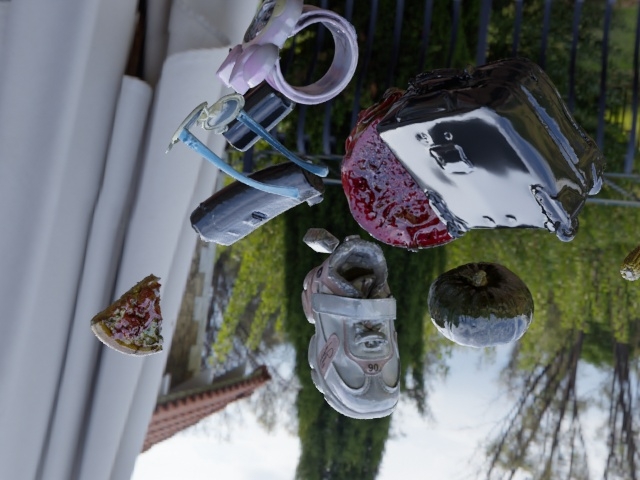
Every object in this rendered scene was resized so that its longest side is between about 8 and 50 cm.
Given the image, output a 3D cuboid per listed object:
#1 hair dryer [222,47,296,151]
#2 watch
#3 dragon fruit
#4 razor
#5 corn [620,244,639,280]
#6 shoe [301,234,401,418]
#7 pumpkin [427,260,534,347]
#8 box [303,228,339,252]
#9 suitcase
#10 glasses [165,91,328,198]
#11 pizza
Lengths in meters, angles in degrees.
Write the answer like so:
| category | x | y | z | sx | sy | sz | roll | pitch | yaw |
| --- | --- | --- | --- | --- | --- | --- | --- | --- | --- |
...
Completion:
| category | x | y | z | sx | sy | sz | roll | pitch | yaw |
| --- | --- | --- | --- | --- | --- | --- | --- | --- | --- |
| hair dryer | -0.185 | -0.406 | 1.864 | 0.189 | 0.352 | 0.107 | -37 | 139 | 20 |
| watch | -0.049 | -0.365 | 1.475 | 0.217 | 0.248 | 0.211 | 31 | -173 | -28 |
| dragon fruit | 0.223 | -0.179 | 1.718 | 0.386 | 0.371 | 0.249 | 6 | -156 | -12 |
| razor | -0.152 | -0.098 | 1.798 | 0.327 | 0.107 | 0.189 | -26 | 163 | 16 |
| corn | 0.513 | 0.033 | 1.178 | 0.092 | 0.037 | 0.037 | -30 | -157 | -37 |
| shoe | 0.066 | 0.163 | 1.418 | 0.172 | 0.351 | 0.198 | -7 | 148 | -23 |
| pumpkin | 0.341 | 0.133 | 1.558 | 0.223 | 0.157 | 0.224 | -4 | -152 | 2 |
| box | 0.000 | 0.000 | 1.899 | 0.062 | 0.045 | 0.098 | 38 | 166 | -21 |
| suitcase | 0.296 | -0.166 | 1.321 | 0.339 | 0.188 | 0.345 | 46 | 161 | -23 |
| glasses | -0.098 | -0.154 | 1.104 | 0.220 | 0.088 | 0.189 | 22 | -155 | 14 |
| pizza | -0.418 | 0.166 | 1.663 | 0.201 | 0.193 | 0.053 | 21 | 173 | -43 |
